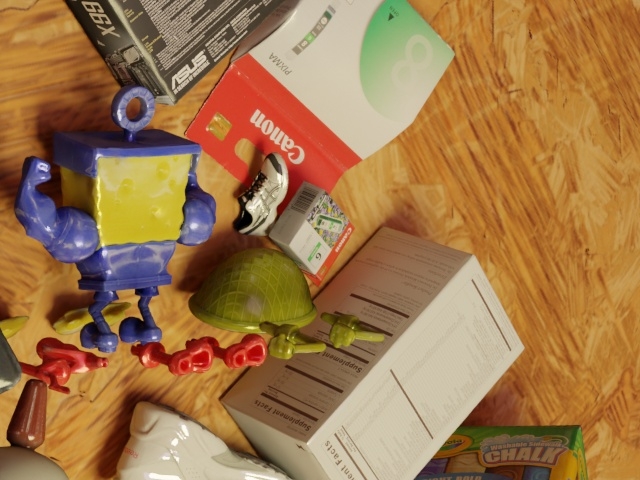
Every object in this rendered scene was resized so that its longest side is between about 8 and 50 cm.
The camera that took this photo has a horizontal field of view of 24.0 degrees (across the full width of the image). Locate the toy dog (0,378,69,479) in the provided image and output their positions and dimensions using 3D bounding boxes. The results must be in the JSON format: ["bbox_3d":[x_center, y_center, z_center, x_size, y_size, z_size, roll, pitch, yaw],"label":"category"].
[{"bbox_3d":[-0.263,0.207,1.106,0.220,0.334,0.161,34,51,-42],"label":"toy dog"}]

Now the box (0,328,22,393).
[{"bbox_3d":[-0.487,-0.044,0.748,0.480,0.297,0.471,-29,108,-25],"label":"box"}]

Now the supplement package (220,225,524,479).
[{"bbox_3d":[0.051,0.126,1.428,0.244,0.134,0.139,-46,127,-21],"label":"supplement package"}]

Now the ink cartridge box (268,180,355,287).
[{"bbox_3d":[0.000,0.000,1.401,0.063,0.029,0.115,-57,145,-12],"label":"ink cartridge box"}]

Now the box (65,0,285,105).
[{"bbox_3d":[-0.093,-0.299,1.227,0.307,0.076,0.242,-46,126,-20],"label":"box"}]

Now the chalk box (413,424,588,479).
[{"bbox_3d":[0.179,0.301,1.516,0.289,0.179,0.180,-59,142,-58],"label":"chalk box"}]

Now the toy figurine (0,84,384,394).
[{"bbox_3d":[-0.119,-0.017,1.222,0.362,0.191,0.217,-6,101,-40],"label":"toy figurine"}]

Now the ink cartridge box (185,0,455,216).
[{"bbox_3d":[0.004,-0.137,1.370,0.181,0.056,0.224,40,75,-38],"label":"ink cartridge box"}]

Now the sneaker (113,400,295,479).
[{"bbox_3d":[-0.101,0.238,1.369,0.232,0.090,0.115,35,79,-31],"label":"sneaker"}]

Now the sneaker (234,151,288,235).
[{"bbox_3d":[-0.055,-0.040,1.354,0.037,0.032,0.083,-2,118,-33],"label":"sneaker"}]
